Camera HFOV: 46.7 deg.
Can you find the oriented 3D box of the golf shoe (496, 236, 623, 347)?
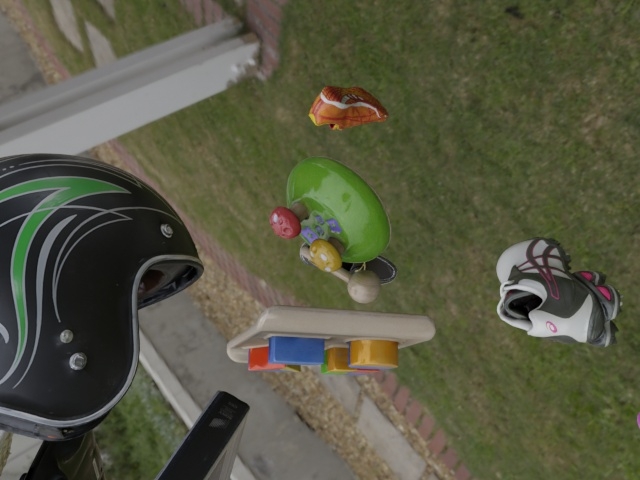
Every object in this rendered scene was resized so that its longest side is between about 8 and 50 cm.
[{"bbox_3d":[0.286,0.061,1.000,0.273,0.120,0.105,-131,39,-73],"label":"golf shoe"}]

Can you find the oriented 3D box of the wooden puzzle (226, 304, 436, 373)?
[{"bbox_3d":[0.007,0.209,1.404,0.348,0.322,0.080,131,141,-64],"label":"wooden puzzle"}]

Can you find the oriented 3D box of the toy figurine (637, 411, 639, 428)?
[{"bbox_3d":[0.224,0.086,0.398,0.159,0.130,0.173,-67,32,22],"label":"toy figurine"}]

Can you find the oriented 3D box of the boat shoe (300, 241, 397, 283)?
[{"bbox_3d":[0.066,0.052,1.658,0.069,0.228,0.081,160,124,-84],"label":"boat shoe"}]

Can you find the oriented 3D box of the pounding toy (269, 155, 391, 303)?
[{"bbox_3d":[0.000,0.000,1.098,0.183,0.110,0.236,27,143,29],"label":"pounding toy"}]

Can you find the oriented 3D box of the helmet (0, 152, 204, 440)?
[{"bbox_3d":[-0.160,0.028,0.436,0.170,0.161,0.169,10,158,4],"label":"helmet"}]

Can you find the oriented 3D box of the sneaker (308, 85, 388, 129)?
[{"bbox_3d":[0.046,-0.215,1.225,0.067,0.175,0.064,-51,59,32],"label":"sneaker"}]

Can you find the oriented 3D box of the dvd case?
[{"bbox_3d":[-0.124,0.229,0.460,0.030,0.238,0.179,27,137,8],"label":"dvd case"}]

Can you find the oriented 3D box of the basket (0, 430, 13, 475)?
[{"bbox_3d":[-0.433,0.265,0.849,0.167,0.113,0.103,-84,12,-54],"label":"basket"}]

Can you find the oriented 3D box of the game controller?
[{"bbox_3d":[-0.361,0.377,1.073,0.166,0.067,0.319,-88,3,-47],"label":"game controller"}]
